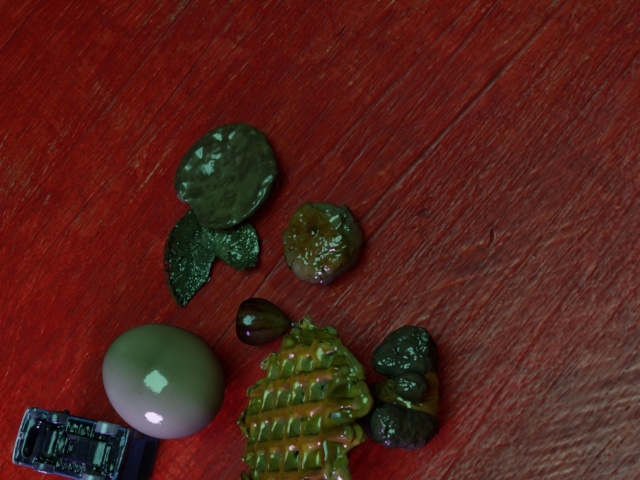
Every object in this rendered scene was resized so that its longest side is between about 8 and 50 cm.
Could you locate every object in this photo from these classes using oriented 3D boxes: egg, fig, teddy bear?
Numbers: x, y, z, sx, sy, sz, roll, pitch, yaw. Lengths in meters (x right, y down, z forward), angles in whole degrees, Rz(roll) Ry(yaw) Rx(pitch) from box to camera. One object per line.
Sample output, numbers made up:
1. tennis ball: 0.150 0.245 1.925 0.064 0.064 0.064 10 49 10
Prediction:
1. egg: -0.277 0.239 1.441 0.254 0.188 0.188 18 82 38
2. fig: -0.085 0.145 1.447 0.125 0.089 0.089 7 75 2
3. teddy bear: 0.128 0.223 1.270 0.140 0.177 0.190 13 76 -15

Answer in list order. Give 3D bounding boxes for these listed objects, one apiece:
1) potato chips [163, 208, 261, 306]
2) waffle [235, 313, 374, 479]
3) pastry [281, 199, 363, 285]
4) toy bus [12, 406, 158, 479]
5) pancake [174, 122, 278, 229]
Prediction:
1. potato chips: -0.211 0.018 1.577 0.220 0.029 0.202 -12 65 26
2. waffle: -0.035 0.282 1.293 0.302 0.068 0.325 -60 30 16
3. pastry: 0.002 0.003 1.438 0.153 0.081 0.153 -4 81 29
4. toy bus: -0.425 0.378 1.505 0.234 0.133 0.116 6 76 24
5. pancake: -0.178 -0.124 1.589 0.236 0.042 0.222 20 74 36
